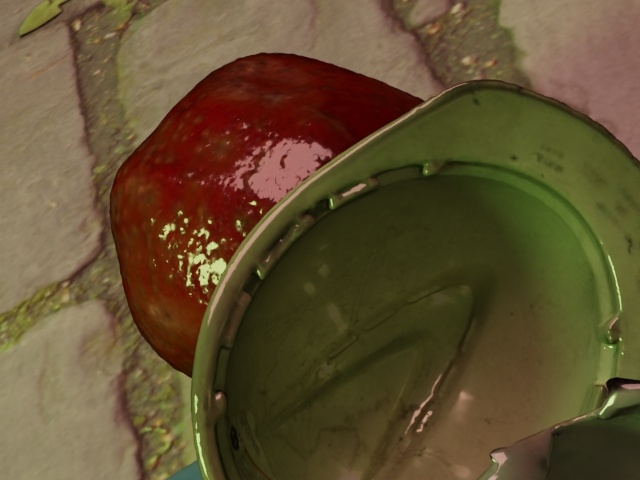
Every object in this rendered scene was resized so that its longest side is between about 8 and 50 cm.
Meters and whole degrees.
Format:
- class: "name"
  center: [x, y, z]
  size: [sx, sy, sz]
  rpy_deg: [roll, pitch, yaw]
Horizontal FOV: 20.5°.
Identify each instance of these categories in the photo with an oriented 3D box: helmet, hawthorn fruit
- class: "helmet"
  center: [0.054, 0.052, 0.887]
  size: [0.257, 0.204, 0.137]
  rpy_deg: [-45, -1, -2]
- class: "hawthorn fruit"
  center: [0.000, 0.000, 1.038]
  size: [0.249, 0.215, 0.215]
  rpy_deg: [19, 57, 36]

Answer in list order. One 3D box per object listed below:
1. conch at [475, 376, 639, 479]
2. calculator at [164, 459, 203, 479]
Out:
- class: "conch"
  center: [0.113, 0.202, 0.707]
  size: [0.275, 0.149, 0.183]
  rpy_deg: [-47, 52, -7]
- class: "calculator"
  center: [-0.027, 0.194, 0.928]
  size: [0.173, 0.051, 0.293]
  rpy_deg: [-29, 32, 7]
